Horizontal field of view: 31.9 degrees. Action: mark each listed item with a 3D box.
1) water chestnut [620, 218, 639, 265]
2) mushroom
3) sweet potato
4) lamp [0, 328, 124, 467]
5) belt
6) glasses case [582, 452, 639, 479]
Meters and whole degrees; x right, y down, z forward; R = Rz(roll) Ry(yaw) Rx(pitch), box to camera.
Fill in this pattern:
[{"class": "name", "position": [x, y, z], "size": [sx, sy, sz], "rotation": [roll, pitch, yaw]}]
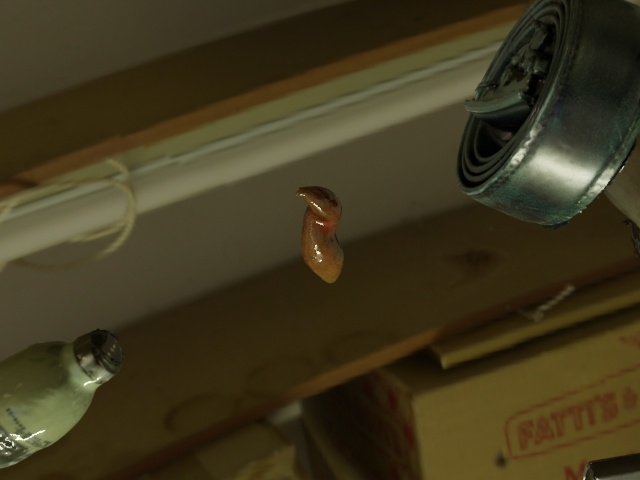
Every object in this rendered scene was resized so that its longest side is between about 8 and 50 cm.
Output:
[{"class": "water chestnut", "position": [0.565, -0.027, 1.503], "size": [0.300, 0.300, 0.300], "rotation": [-13, -159, 5]}, {"class": "mushroom", "position": [0.406, -0.053, 1.353], "size": [0.093, 0.116, 0.225], "rotation": [-36, -154, 10]}, {"class": "sweet potato", "position": [0.002, 0.000, 1.408], "size": [0.055, 0.202, 0.058], "rotation": [-5, -127, 0]}, {"class": "lamp", "position": [-0.300, 0.165, 1.093], "size": [0.250, 0.101, 0.101], "rotation": [-32, -162, 11]}, {"class": "belt", "position": [0.202, -0.120, 1.023], "size": [0.116, 0.206, 0.267], "rotation": [21, 167, -9]}, {"class": "glasses case", "position": [0.409, 0.274, 1.332], "size": [0.191, 0.072, 0.042], "rotation": [-8, -131, -5]}]
